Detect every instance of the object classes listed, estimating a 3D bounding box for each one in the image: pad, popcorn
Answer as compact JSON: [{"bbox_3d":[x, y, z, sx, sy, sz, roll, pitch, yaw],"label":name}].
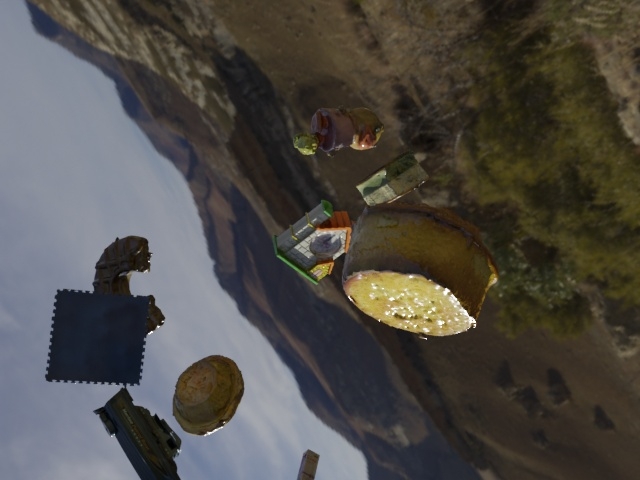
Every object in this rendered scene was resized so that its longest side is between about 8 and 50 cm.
[{"bbox_3d":[-0.631,0.278,2.007,0.012,0.268,0.270,-175,93,-74],"label":"pad"},{"bbox_3d":[-0.044,-0.275,1.988,0.083,0.068,0.060,19,117,32],"label":"popcorn"}]

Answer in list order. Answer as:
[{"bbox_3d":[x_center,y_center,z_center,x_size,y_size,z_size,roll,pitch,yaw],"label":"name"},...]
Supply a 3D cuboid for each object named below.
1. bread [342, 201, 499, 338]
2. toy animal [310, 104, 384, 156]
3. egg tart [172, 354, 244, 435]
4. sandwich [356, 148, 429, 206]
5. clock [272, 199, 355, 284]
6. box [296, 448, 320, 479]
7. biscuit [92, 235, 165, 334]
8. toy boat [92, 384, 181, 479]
[{"bbox_3d":[0.231,0.067,1.739,0.398,0.215,0.398,16,153,8],"label":"bread"},{"bbox_3d":[0.091,-0.374,2.383,0.169,0.281,0.195,-110,27,-46],"label":"toy animal"},{"bbox_3d":[-0.382,0.497,2.311,0.288,0.288,0.118,53,177,42],"label":"egg tart"},{"bbox_3d":[0.242,-0.194,2.056,0.108,0.220,0.186,59,145,-2],"label":"sandwich"},{"bbox_3d":[0.000,0.000,2.458,0.220,0.255,0.106,37,-155,-35],"label":"clock"},{"bbox_3d":[-0.039,0.729,2.244,0.050,0.036,0.117,33,-141,-12],"label":"box"},{"bbox_3d":[-0.701,0.171,2.536,0.115,0.268,0.366,1,-104,-62],"label":"biscuit"},{"bbox_3d":[-0.402,0.482,1.662,0.296,0.122,0.114,51,149,12],"label":"toy boat"}]
